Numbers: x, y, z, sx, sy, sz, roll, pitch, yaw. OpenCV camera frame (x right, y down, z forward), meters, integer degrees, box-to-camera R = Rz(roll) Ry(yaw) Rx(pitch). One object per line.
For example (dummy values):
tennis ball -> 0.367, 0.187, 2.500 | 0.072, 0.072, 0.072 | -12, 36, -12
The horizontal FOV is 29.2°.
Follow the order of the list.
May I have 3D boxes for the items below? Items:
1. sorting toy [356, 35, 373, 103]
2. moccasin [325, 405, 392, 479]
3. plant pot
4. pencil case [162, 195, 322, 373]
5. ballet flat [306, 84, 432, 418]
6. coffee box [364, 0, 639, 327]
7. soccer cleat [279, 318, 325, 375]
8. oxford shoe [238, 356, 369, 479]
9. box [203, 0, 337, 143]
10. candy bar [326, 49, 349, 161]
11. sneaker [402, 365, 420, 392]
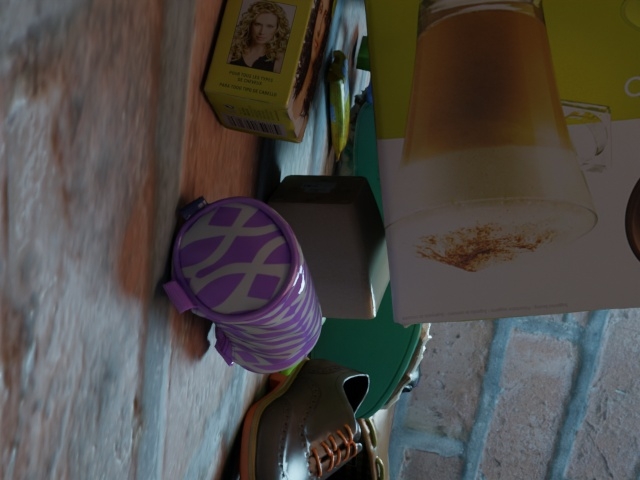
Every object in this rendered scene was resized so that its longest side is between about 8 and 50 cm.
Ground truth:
sorting toy -> 0.072, -0.316, 1.268 | 0.196, 0.047, 0.347 | -70, 172, -77
moccasin -> 0.031, 0.345, 1.637 | 0.147, 0.139, 0.380 | -53, 157, -58
plant pot -> 0.000, 0.000, 1.055 | 0.109, 0.109, 0.096 | -61, 151, -64
pencil case -> -0.047, 0.039, 0.839 | 0.088, 0.086, 0.206 | -42, 163, -6
ballet flat -> 0.079, 0.011, 1.430 | 0.147, 0.147, 0.409 | -49, 151, -74
coffee box -> 0.211, -0.162, 1.026 | 0.338, 0.338, 0.334 | -88, 172, -60
soccer cleat -> -0.012, 0.055, 1.218 | 0.072, 0.060, 0.179 | 107, 8, -46
oxford shoe -> -0.014, 0.192, 1.184 | 0.271, 0.098, 0.097 | -67, 156, -60
box -> -0.015, -0.187, 0.803 | 0.087, 0.058, 0.232 | 64, 38, -78
candy bar -> 0.019, -0.137, 1.260 | 0.161, 0.018, 0.040 | 84, 16, -64
sneaker -> 0.088, 0.182, 1.827 | 0.283, 0.124, 0.107 | -4, 105, -81
